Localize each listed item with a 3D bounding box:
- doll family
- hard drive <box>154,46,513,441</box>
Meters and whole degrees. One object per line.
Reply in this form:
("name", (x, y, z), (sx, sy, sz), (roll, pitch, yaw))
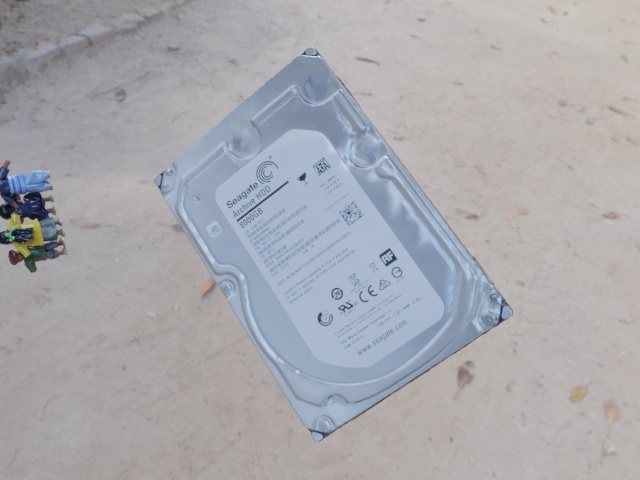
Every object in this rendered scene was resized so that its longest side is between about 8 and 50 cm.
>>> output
("doll family", (-0.517, -0.041, 0.904), (0.111, 0.076, 0.193), (-14, 87, -33))
("hard drive", (0.000, 0.000, 0.548), (0.339, 0.237, 0.064), (57, 12, 13))
